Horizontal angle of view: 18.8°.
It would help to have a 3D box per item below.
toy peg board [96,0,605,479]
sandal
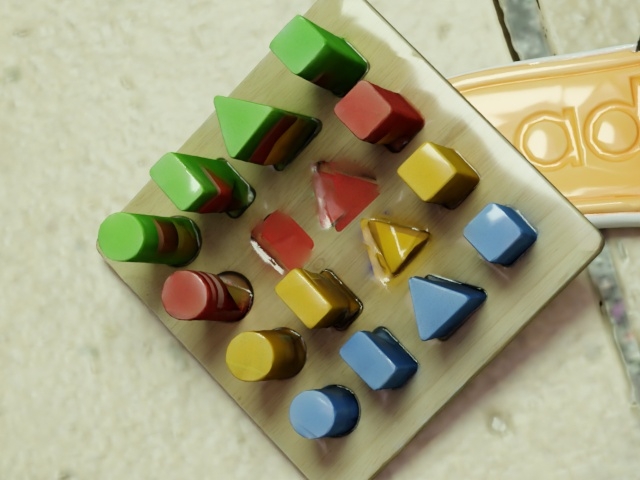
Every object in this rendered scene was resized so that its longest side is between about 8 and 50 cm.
[{"bbox_3d":[0.000,0.000,0.791,0.161,0.079,0.160,-46,76,11],"label":"toy peg board"},{"bbox_3d":[0.152,-0.053,0.812,0.265,0.076,0.102,-11,76,2],"label":"sandal"}]
